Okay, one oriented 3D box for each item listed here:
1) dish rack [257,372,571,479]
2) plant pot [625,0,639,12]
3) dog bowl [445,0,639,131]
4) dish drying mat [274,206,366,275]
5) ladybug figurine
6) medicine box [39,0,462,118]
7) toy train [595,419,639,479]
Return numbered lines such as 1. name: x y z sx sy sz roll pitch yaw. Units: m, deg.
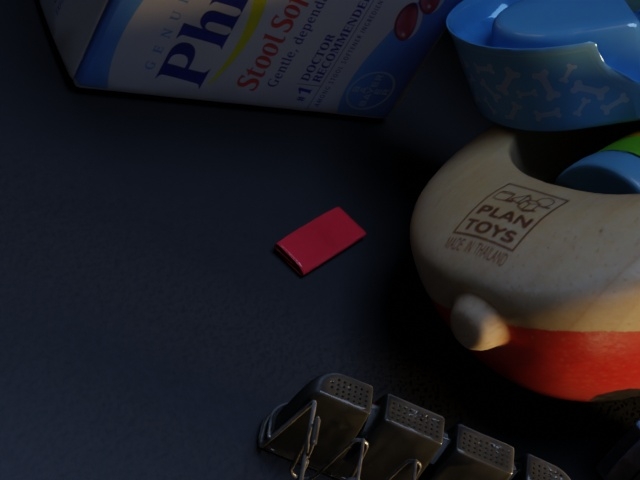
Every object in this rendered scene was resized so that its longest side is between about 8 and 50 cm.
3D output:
1. dish rack: 0.055 0.209 0.944 0.208 0.074 0.271 23 40 -11
2. plant pot: 0.267 -0.256 1.439 0.235 0.293 0.293 -18 59 -27
3. dog bowl: 0.245 -0.149 1.202 0.297 0.074 0.166 -9 25 2
4. dish drying mat: 0.000 0.000 1.180 0.032 0.008 0.083 44 38 12
5. ladybug figurine: 0.253 -0.012 1.191 0.449 0.162 0.305 -27 31 -33
6. medicine box: -0.031 -0.241 1.210 0.289 0.263 0.149 2 47 -34
7. toy train: 0.282 0.188 1.124 0.105 0.080 0.184 -22 65 -37
